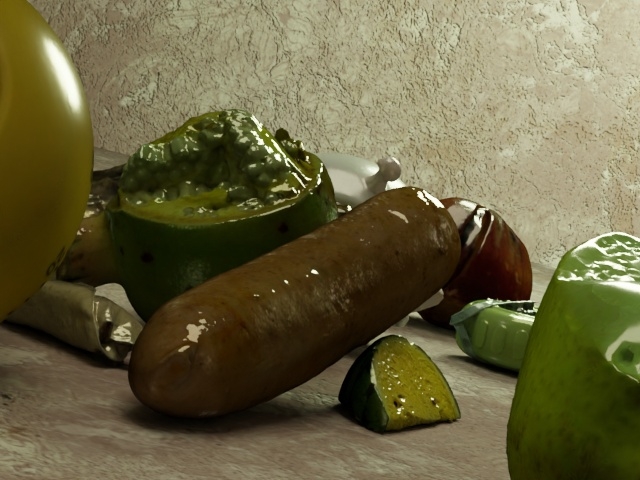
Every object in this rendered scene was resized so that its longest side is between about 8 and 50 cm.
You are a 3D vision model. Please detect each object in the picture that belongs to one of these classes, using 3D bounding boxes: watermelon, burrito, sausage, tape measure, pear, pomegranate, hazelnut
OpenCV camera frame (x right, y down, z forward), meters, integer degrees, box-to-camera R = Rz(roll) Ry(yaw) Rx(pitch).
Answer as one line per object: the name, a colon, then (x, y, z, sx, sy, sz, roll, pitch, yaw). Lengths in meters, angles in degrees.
watermelon: (0.074, 0.132, 1.720, 0.092, 0.075, 0.181, 21, 7, 29)
burrito: (-0.249, 0.065, 1.715, 0.226, 0.060, 0.087, 17, 2, 44)
sausage: (-0.020, 0.062, 1.644, 0.123, 0.136, 0.501, 54, 35, 7)
tape measure: (0.251, 0.118, 2.203, 0.177, 0.087, 0.154, 5, 10, -42)
pear: (0.275, 0.154, 1.300, 0.342, 0.238, 0.318, 23, 22, 31)
pomegranate: (-0.135, 0.000, 1.858, 0.341, 0.260, 0.260, -16, 4, 4)
hazelnut: (0.195, 0.036, 2.430, 0.204, 0.178, 0.178, 31, 6, -1)

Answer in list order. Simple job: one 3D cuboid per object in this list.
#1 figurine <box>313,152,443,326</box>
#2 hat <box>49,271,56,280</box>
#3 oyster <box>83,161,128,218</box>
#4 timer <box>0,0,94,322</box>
figurine: (-0.009, -0.001, 2.144, 0.253, 0.211, 0.361, 3, 2, -15)
hat: (-0.334, -0.017, 1.949, 0.175, 0.085, 0.147, 14, 34, -27)
oyster: (-0.216, -0.035, 2.278, 0.100, 0.271, 0.275, 57, 2, 38)
timer: (-0.362, -0.059, 1.479, 0.376, 0.376, 0.387, 12, -19, -15)
